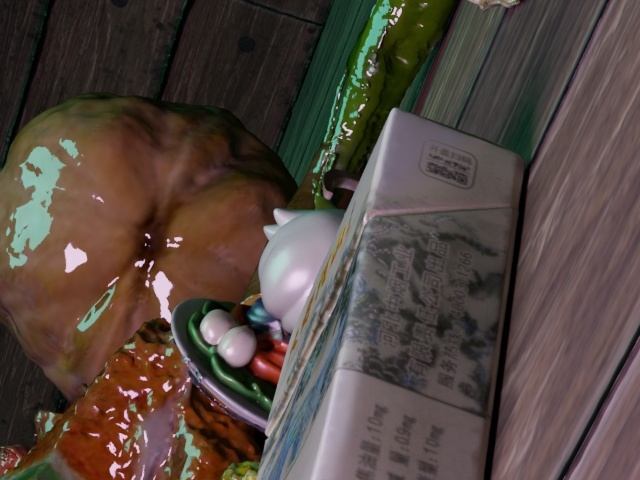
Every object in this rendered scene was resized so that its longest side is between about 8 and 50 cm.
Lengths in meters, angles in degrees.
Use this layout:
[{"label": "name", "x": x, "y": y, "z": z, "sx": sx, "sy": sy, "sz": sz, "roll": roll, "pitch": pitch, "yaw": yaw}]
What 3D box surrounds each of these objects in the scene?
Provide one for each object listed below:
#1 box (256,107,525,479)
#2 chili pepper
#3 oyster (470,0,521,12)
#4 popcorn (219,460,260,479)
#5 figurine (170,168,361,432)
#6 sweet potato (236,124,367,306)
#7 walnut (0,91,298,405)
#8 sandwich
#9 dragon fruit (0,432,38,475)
[{"label": "box", "x": 0.018, "y": 0.088, "z": 0.737, "sx": 0.256, "sy": 0.069, "sz": 0.164, "roll": -76, "pitch": 7, "yaw": -46}, {"label": "chili pepper", "x": 0.068, "y": -0.179, "z": 1.234, "sx": 0.085, "sy": 0.076, "sz": 0.359, "roll": 30, "pitch": 109, "yaw": 42}, {"label": "oyster", "x": 0.113, "y": -0.181, "z": 0.961, "sx": 0.122, "sy": 0.045, "sz": 0.146, "roll": -54, "pitch": 11, "yaw": 21}, {"label": "popcorn", "x": -0.046, "y": 0.181, "z": 1.174, "sx": 0.059, "sy": 0.068, "sz": 0.083, "roll": 65, "pitch": 173, "yaw": -22}, {"label": "figurine", "x": -0.005, "y": 0.030, "z": 1.064, "sx": 0.154, "sy": 0.132, "sz": 0.132, "roll": -54, "pitch": 11, "yaw": 21}, {"label": "sweet potato", "x": 0.000, "y": 0.000, "z": 1.326, "sx": 0.244, "sy": 0.077, "sz": 0.077, "roll": -62, "pitch": -2, "yaw": -40}, {"label": "walnut", "x": -0.150, "y": 0.017, "z": 1.532, "sx": 0.344, "sy": 0.306, "sz": 0.306, "roll": 128, "pitch": 161, "yaw": -76}, {"label": "sandwich", "x": -0.159, "y": 0.192, "z": 1.257, "sx": 0.250, "sy": 0.162, "sz": 0.301, "roll": 28, "pitch": 93, "yaw": 43}, {"label": "dragon fruit", "x": -0.182, "y": 0.263, "z": 1.480, "sx": 0.224, "sy": 0.227, "sz": 0.224, "roll": -168, "pitch": 90, "yaw": -90}]
